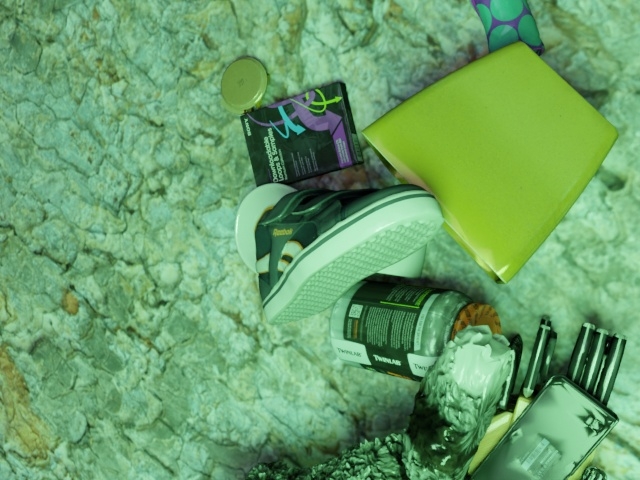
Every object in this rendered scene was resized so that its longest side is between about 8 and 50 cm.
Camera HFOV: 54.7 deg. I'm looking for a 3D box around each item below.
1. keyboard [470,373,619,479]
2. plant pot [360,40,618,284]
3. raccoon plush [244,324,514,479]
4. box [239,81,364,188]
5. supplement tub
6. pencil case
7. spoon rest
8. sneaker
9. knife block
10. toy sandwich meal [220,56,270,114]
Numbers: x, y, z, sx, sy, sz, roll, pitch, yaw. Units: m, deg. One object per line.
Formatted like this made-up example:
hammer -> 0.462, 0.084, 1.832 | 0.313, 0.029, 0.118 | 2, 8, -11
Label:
keyboard -> 0.257, 0.249, 0.695 | 0.108, 0.023, 0.180 | 39, 106, 23
plant pot -> 0.198, -0.091, 0.700 | 0.187, 0.212, 0.212 | -44, 78, 7
raccoon plush -> 0.026, 0.261, 0.742 | 0.299, 0.216, 0.446 | 25, 94, 34
box -> -0.029, -0.143, 0.875 | 0.162, 0.029, 0.116 | -14, 89, 25
supplement tub -> 0.115, 0.113, 0.763 | 0.190, 0.117, 0.116 | 4, 96, 42
pencil case -> 0.211, -0.279, 0.743 | 0.070, 0.064, 0.151 | -21, 86, 7
spoon rest -> 0.000, 0.000, 0.846 | 0.277, 0.084, 0.137 | 10, 99, 21
sneaker -> 0.003, -0.007, 0.687 | 0.321, 0.126, 0.127 | -39, 62, 53
knife block -> 0.292, 0.238, 0.738 | 0.242, 0.088, 0.275 | -32, 79, 21
toy sandwich meal -> -0.109, -0.224, 0.903 | 0.086, 0.029, 0.085 | -1, 87, 23
